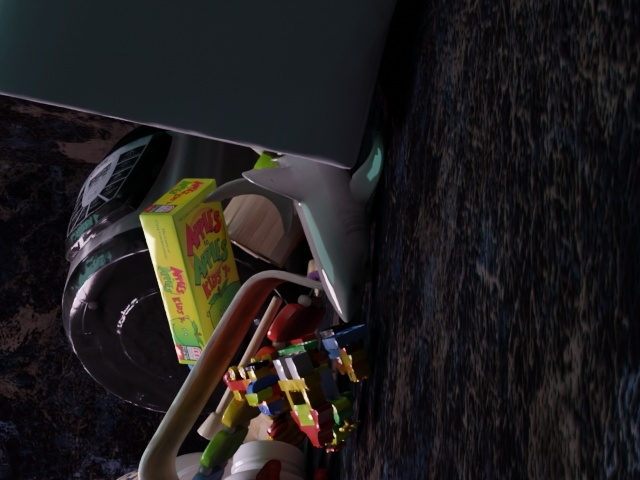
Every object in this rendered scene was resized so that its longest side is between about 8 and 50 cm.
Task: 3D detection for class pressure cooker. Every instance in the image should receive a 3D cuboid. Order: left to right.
[{"bbox_3d":[-0.202,0.015,2.122,0.420,0.370,0.375,-88,2,-51],"label":"pressure cooker"}]

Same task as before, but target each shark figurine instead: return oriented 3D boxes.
[{"bbox_3d":[-0.031,-0.052,1.312,0.278,0.116,0.166,-136,56,-60],"label":"shark figurine"}]

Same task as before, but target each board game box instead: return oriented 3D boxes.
[{"bbox_3d":[-0.133,0.034,1.473,0.092,0.043,0.181,-46,-49,-51],"label":"board game box"}]

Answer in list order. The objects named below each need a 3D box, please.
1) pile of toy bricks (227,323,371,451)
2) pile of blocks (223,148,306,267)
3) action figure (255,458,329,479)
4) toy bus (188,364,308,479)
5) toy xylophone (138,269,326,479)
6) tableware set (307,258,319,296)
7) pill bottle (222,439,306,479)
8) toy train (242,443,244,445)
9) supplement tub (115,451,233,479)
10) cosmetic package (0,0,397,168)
[{"bbox_3d":[-0.002,0.143,1.235,0.105,0.118,0.212,68,158,-1],"label":"pile of toy bricks"},{"bbox_3d":[0.000,-0.121,1.564,0.113,0.149,0.362,36,-121,-44],"label":"pile of blocks"},{"bbox_3d":[-0.041,0.376,1.360,0.280,0.091,0.139,-87,12,-46],"label":"action figure"},{"bbox_3d":[-0.056,0.198,1.703,0.202,0.104,0.191,16,135,55],"label":"toy bus"},{"bbox_3d":[-0.082,0.155,1.460,0.322,0.081,0.236,-61,-10,10],"label":"toy xylophone"},{"bbox_3d":[0.000,0.000,1.780,0.168,0.020,0.141,124,150,-78],"label":"tableware set"},{"bbox_3d":[-0.063,0.334,1.504,0.117,0.117,0.215,102,173,-54],"label":"pill bottle"},{"bbox_3d":[-0.114,0.363,2.412,0.105,0.080,0.184,-75,-9,-80],"label":"toy train"},{"bbox_3d":[-0.174,0.404,1.790,0.325,0.235,0.235,148,129,-63],"label":"supplement tub"},{"bbox_3d":[-0.096,-0.302,1.269,0.393,0.327,0.329,-97,20,-70],"label":"cosmetic package"}]
